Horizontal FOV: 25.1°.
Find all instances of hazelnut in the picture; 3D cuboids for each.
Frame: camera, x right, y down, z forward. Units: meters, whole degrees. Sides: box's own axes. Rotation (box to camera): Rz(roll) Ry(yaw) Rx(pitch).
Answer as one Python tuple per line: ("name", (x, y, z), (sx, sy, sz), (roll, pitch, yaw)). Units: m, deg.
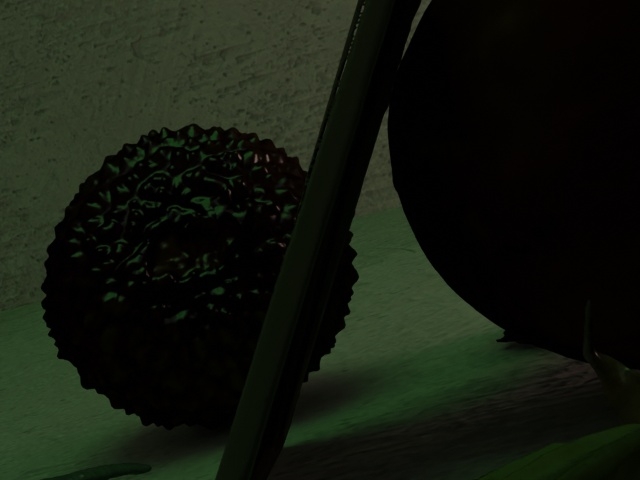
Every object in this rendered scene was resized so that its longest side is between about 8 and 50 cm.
("hazelnut", (0.231, -0.103, 0.886), (0.421, 0.353, 0.421), (-37, 27, 23))

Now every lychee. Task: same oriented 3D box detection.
("lychee", (-0.100, 0.039, 1.170), (0.271, 0.271, 0.271), (-16, 5, 1))

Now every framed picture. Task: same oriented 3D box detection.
("framed picture", (0.000, 0.000, 0.870), (0.022, 0.335, 0.247), (18, 9, 4))

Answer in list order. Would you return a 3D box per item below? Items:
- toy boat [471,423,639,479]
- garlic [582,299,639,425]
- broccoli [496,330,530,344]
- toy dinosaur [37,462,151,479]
("toy boat", (0.033, 0.130, 0.369), (0.084, 0.111, 0.276), (-19, 6, 42))
("garlic", (0.200, 0.075, 0.483), (0.207, 0.128, 0.115), (-19, 47, 36))
("broccoli", (0.240, -0.008, 1.086), (0.275, 0.177, 0.198), (2, 8, 31))
("toy dinosaur", (-0.281, 0.192, 0.844), (0.393, 0.092, 0.205), (-29, 5, -30))
